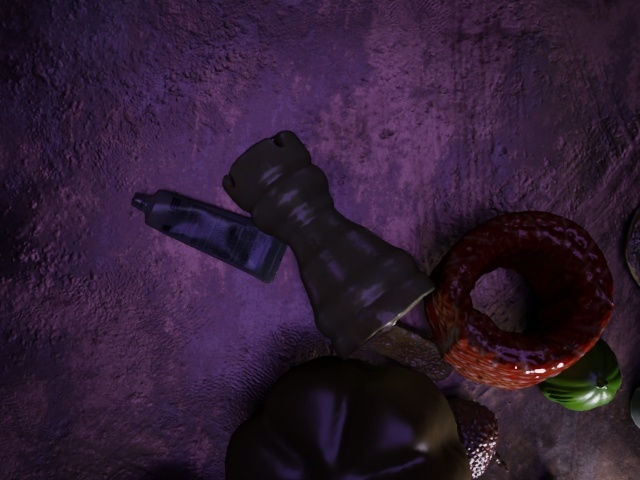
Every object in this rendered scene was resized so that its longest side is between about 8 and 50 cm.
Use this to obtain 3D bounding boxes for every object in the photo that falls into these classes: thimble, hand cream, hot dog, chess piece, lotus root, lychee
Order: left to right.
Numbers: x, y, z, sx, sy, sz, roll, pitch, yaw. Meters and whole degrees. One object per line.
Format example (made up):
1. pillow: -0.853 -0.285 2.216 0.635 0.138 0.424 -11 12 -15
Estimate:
1. hand cream: -0.235 -0.025 1.594 0.340 0.078 0.124 23 91 -13
2. chess piece: 0.000 0.000 1.495 0.234 0.234 0.442 -39 80 0
3. hot dog: 0.176 0.221 1.624 0.242 0.073 0.084 25 96 -7
4. lychee: 0.315 0.423 1.603 0.197 0.165 0.165 23 92 14
5. thimble: 0.393 0.125 1.520 0.350 0.230 0.350 1 73 -5
6. lotus root: 0.571 0.290 1.608 0.186 0.186 0.186 0 94 -4

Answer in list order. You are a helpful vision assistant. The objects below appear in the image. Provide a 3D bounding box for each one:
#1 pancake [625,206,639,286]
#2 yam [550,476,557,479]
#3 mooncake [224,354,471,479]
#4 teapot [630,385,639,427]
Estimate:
1. pancake: 0.808 0.004 1.662 0.282 0.049 0.283 0 95 -3
2. yam: 0.496 0.595 1.680 0.054 0.054 0.132 39 91 -5
3. mooncake: 0.057 0.458 1.484 0.466 0.262 0.467 -1 86 18
4. teapot: 0.784 0.396 1.602 0.203 0.225 0.171 38 93 -7
